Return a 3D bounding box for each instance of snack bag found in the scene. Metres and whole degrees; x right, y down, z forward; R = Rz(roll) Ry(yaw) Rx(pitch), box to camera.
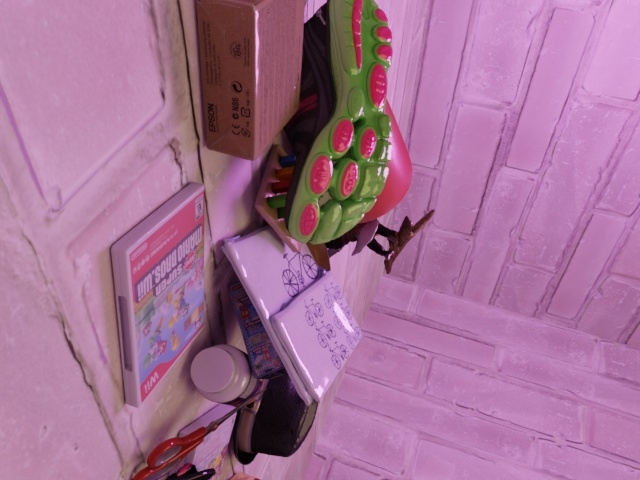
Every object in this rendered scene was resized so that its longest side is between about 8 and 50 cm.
[{"bbox_3d":[-0.039,0.111,1.189,0.342,0.037,0.323,62,24,-3],"label":"snack bag"}]

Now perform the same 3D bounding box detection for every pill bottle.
[{"bbox_3d":[-0.179,0.258,1.130,0.193,0.108,0.108,68,40,-70],"label":"pill bottle"}]

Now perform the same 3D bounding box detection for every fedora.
[{"bbox_3d":[-0.094,0.432,1.533,0.334,0.152,0.334,16,90,-74],"label":"fedora"}]

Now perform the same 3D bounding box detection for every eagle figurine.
[{"bbox_3d":[0.091,-0.057,1.470,0.226,0.298,0.225,-37,154,-25],"label":"eagle figurine"}]

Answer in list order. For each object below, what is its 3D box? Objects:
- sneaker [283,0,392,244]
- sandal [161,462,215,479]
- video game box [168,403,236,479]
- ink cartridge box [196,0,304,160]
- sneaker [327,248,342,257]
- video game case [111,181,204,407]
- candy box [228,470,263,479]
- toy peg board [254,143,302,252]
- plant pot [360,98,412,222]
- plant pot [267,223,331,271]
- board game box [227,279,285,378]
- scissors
[{"bbox_3d":[0.014,-0.220,1.095,0.185,0.202,0.483,20,73,-37],"label":"sneaker"},{"bbox_3d":[-0.255,0.426,1.058,0.067,0.040,0.179,-45,151,15],"label":"sandal"},{"bbox_3d":[-0.247,0.453,1.214,0.205,0.048,0.187,0,103,-77],"label":"video game box"},{"bbox_3d":[-0.097,-0.269,0.881,0.193,0.088,0.234,-62,162,-49],"label":"ink cartridge box"},{"bbox_3d":[0.000,0.000,1.613,0.130,0.109,0.286,78,28,-53],"label":"sneaker"},{"bbox_3d":[-0.231,0.080,0.879,0.204,0.025,0.285,-56,159,-54],"label":"video game case"},{"bbox_3d":[-0.248,0.784,1.521,0.183,0.087,0.316,27,78,-77],"label":"candy box"},{"bbox_3d":[-0.041,-0.087,1.183,0.161,0.079,0.160,53,40,-45],"label":"toy peg board"},{"bbox_3d":[0.059,-0.215,1.302,0.243,0.275,0.275,68,38,-55],"label":"plant pot"},{"bbox_3d":[-0.059,0.052,1.327,0.236,0.032,0.236,24,58,-46],"label":"plant pot"},{"bbox_3d":[-0.119,0.175,1.176,0.194,0.060,0.194,75,-6,-76],"label":"board game box"},{"bbox_3d":[-0.212,0.351,1.070,0.297,0.021,0.109,-18,141,-55],"label":"scissors"}]
